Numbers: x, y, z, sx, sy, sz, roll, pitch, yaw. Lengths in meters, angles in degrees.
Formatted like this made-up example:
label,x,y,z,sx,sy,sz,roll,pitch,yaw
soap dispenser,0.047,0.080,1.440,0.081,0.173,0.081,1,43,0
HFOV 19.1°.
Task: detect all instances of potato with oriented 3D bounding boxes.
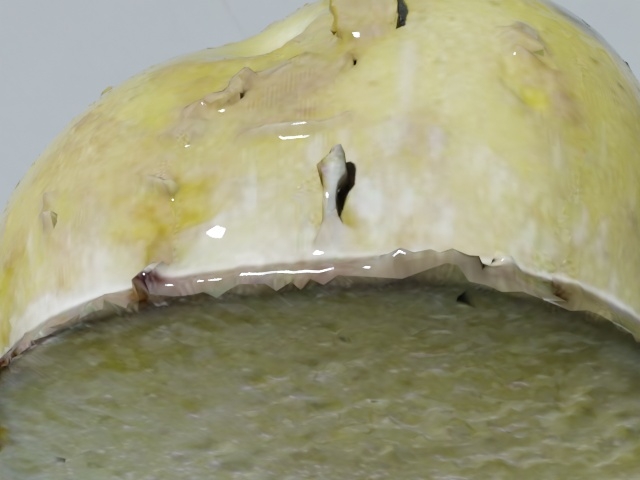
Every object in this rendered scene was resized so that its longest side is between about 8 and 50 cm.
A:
label,x,y,z,sx,sy,sz,roll,pitch,yaw
potato,0.000,0.000,1.125,0.442,0.385,0.319,-18,51,24
